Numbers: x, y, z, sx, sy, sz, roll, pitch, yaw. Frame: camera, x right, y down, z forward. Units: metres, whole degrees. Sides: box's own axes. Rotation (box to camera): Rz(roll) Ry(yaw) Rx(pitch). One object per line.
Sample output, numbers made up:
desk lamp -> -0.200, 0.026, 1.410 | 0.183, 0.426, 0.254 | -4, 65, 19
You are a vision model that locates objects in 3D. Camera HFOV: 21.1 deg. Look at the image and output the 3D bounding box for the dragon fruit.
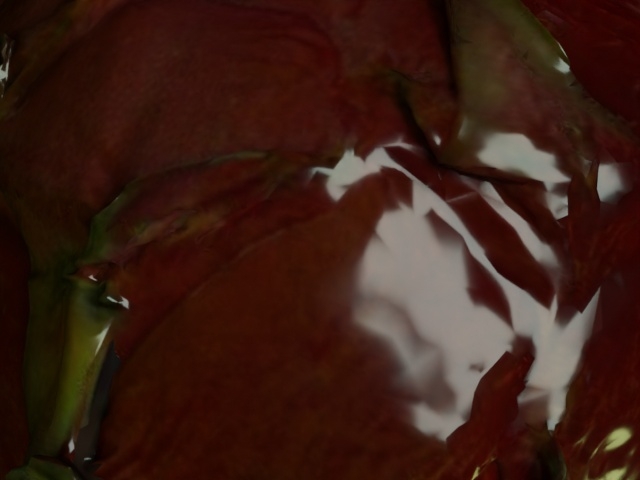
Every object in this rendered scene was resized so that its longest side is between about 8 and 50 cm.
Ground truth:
dragon fruit -> 0.000, 0.000, 0.576 | 0.277, 0.277, 0.342 | 23, 71, -45
